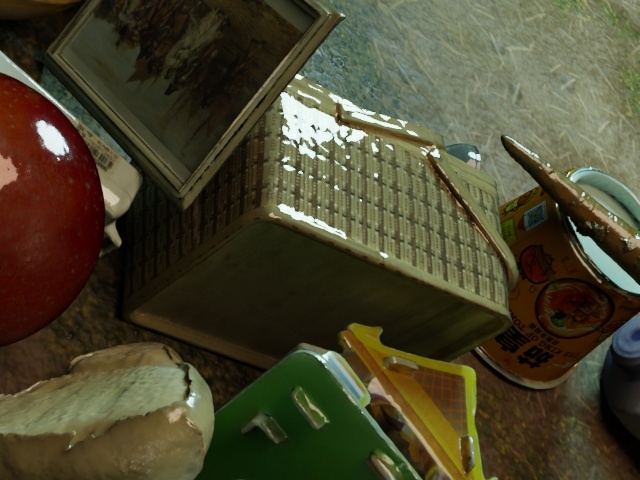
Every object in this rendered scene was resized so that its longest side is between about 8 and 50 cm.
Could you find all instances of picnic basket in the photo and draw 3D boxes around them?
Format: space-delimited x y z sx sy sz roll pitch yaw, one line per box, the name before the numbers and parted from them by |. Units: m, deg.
picnic basket | 0.000 0.000 1.472 0.313 0.228 0.175 23 50 -33

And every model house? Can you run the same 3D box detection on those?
model house | 0.086 0.231 1.377 0.358 0.242 0.313 51 34 4

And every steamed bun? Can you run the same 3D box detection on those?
steamed bun | -0.162 0.153 1.242 0.212 0.231 0.110 -41 121 -66

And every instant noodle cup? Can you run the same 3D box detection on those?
instant noodle cup | 0.261 0.031 1.763 0.216 0.172 0.216 26 46 -29

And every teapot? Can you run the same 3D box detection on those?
teapot | 0.142 -0.069 1.813 0.057 0.066 0.088 12 74 -17

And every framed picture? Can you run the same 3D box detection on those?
framed picture | -0.122 -0.174 1.404 0.274 0.217 0.017 42 7 40

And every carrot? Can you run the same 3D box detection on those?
carrot | 0.277 -0.025 1.651 0.254 0.049 0.049 39 40 -11

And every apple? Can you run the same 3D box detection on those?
apple | -0.275 -0.022 1.206 0.201 0.218 0.218 -30 85 -36

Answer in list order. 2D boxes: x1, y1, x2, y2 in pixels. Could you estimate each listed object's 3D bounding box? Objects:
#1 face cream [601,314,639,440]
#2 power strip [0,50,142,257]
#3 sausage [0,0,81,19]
face cream | 0.471 0.238 1.905 0.420 0.137 0.235 46 36 -29
power strip | -0.291 -0.114 1.351 0.338 0.098 0.058 42 44 -16
sausage | -0.346 -0.265 1.384 0.354 0.116 0.134 18 24 -34
